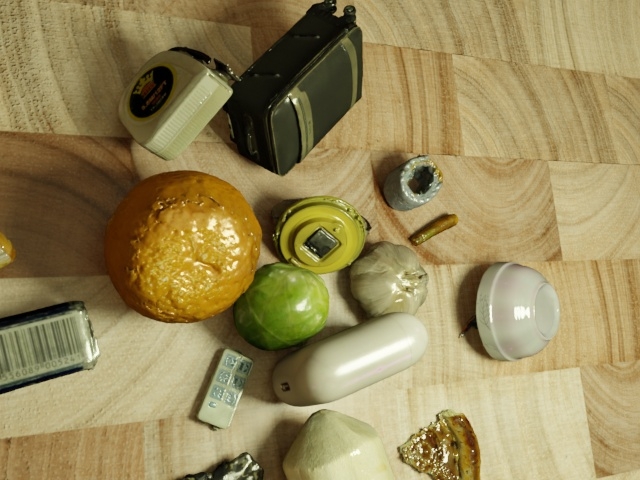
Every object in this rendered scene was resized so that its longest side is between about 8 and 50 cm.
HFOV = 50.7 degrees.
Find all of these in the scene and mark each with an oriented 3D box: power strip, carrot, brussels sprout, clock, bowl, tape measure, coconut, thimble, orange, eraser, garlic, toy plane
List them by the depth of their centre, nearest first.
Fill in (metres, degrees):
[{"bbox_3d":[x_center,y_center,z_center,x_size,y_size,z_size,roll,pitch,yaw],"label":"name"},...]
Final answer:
[{"bbox_3d":[-0.636,0.235,1.391,0.332,0.101,0.155,-14,87,-26],"label":"eraser"},{"bbox_3d":[-0.303,0.011,1.481,0.340,0.293,0.341,-8,109,-23],"label":"orange"},{"bbox_3d":[-0.333,-0.342,1.573,0.271,0.231,0.133,-48,142,10],"label":"tape measure"},{"bbox_3d":[0.038,0.523,1.573,0.237,0.237,0.266,-24,88,-27],"label":"coconut"},{"bbox_3d":[-0.226,0.349,1.598,0.081,0.035,0.192,28,68,-18],"label":"power strip"},{"bbox_3d":[-0.088,0.160,1.604,0.244,0.244,0.244,6,77,-24],"label":"brussels sprout"},{"bbox_3d":[0.000,0.000,1.687,0.237,0.237,0.057,25,26,-19],"label":"clock"},{"bbox_3d":[0.188,0.113,1.780,0.228,0.152,0.228,3,80,-20],"label":"garlic"},{"bbox_3d":[0.256,-0.158,1.887,0.151,0.118,0.127,-37,96,-26],"label":"thimble"},{"bbox_3d":[0.570,0.199,1.896,0.287,0.144,0.287,5,83,-45],"label":"bowl"},{"bbox_3d":[0.464,0.214,1.938,0.188,0.062,0.135,-51,125,-23],"label":"toy plane"},{"bbox_3d":[0.326,-0.030,1.939,0.170,0.042,0.042,-30,92,-25],"label":"carrot"}]

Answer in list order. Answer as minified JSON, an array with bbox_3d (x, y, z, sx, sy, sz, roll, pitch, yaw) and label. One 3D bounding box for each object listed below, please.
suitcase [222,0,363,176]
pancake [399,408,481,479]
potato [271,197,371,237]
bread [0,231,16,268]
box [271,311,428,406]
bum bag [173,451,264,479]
[{"bbox_3d":[-0.046,-0.374,1.700,0.194,0.283,0.434,32,64,21],"label":"suitcase"},{"bbox_3d":[0.324,0.585,1.796,0.244,0.057,0.266,6,77,-23],"label":"pancake"},{"bbox_3d":[-0.008,-0.037,1.769,0.261,0.100,0.120,8,36,-10],"label":"potato"},{"bbox_3d":[-0.748,-0.047,1.370,0.119,0.152,0.288,-42,98,-21],"label":"bread"},{"bbox_3d":[0.067,0.284,1.607,0.349,0.288,0.141,-18,81,-27],"label":"box"},{"bbox_3d":[-0.244,0.561,1.524,0.248,0.069,0.102,-17,109,-26],"label":"bum bag"}]
